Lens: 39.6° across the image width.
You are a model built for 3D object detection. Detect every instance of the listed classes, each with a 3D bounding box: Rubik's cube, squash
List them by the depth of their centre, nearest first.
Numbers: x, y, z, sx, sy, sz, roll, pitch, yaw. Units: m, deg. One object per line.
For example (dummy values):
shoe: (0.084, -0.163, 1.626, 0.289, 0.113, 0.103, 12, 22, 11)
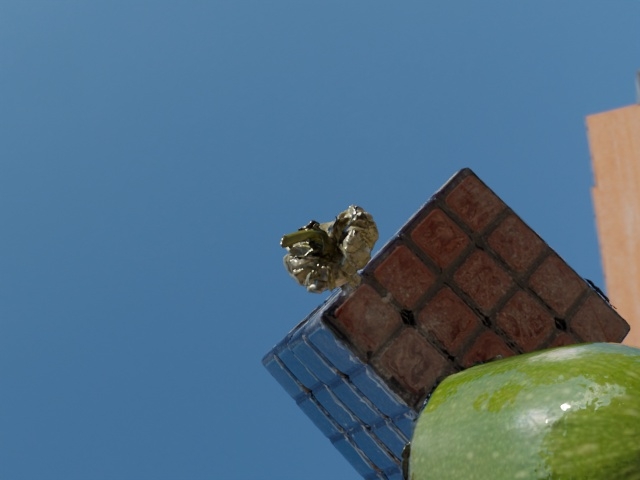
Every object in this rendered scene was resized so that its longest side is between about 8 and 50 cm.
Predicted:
squash: (0.283, 0.219, 0.827, 0.311, 0.309, 0.310, 13, -118, -26)
Rubik's cube: (0.171, 0.163, 1.311, 0.344, 0.337, 0.344, 47, -117, 4)

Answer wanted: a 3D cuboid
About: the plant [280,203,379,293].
plant: (0.000, 0.000, 1.013, 0.122, 0.104, 0.116, 35, -97, -49)
